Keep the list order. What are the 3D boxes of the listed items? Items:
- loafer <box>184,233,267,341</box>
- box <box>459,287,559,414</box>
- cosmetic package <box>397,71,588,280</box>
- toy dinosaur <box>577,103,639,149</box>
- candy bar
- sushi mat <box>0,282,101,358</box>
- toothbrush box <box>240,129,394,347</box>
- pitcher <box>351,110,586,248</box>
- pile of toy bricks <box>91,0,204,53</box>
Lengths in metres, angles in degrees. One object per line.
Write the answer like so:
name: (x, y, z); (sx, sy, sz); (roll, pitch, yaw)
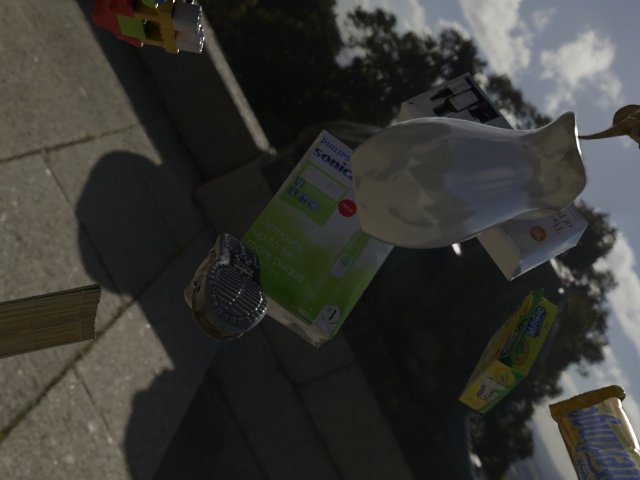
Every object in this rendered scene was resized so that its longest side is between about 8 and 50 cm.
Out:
loafer: (-0.129, 0.075, 1.192); (0.094, 0.087, 0.251); (36, 15, -11)
box: (0.228, 0.133, 1.083); (0.043, 0.105, 0.179); (30, -27, 9)
cosmetic package: (0.194, -0.079, 1.046); (0.239, 0.099, 0.060); (57, -15, 22)
toy dinosaur: (0.455, -0.165, 1.314); (0.092, 0.183, 0.053); (59, -4, 45)
candy bar: (0.131, 0.101, 0.407); (0.161, 0.040, 0.018); (-50, 122, -77)
sushi mat: (-0.450, 0.125, 1.200); (0.019, 0.317, 0.151); (66, -29, 25)
toothbrush box: (0.000, 0.000, 1.476); (0.206, 0.283, 0.122); (36, -18, 0)
pitcher: (0.143, -0.050, 0.887); (0.178, 0.207, 0.125); (65, 19, -65)
pile of toy bricks: (-0.130, -0.222, 0.615); (0.212, 0.105, 0.118); (106, -6, -74)
